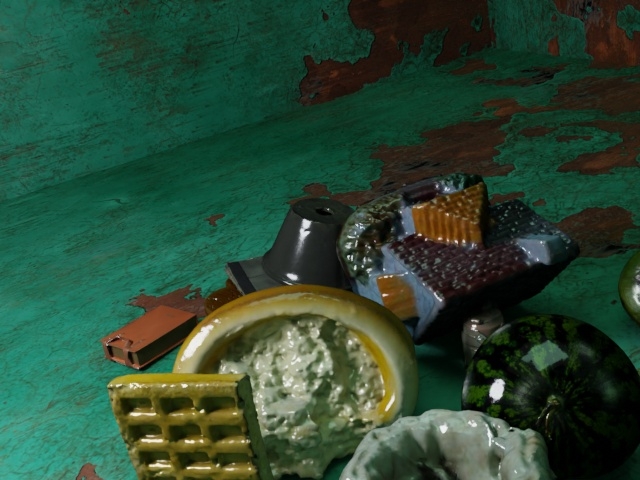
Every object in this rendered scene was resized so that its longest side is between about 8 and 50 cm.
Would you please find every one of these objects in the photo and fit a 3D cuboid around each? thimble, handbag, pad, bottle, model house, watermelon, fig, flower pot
[{"bbox_3d":[0.171,0.368,1.007,0.292,0.195,0.291,-8,25,4],"label":"thimble"},{"bbox_3d":[-0.384,0.215,1.758,0.127,0.062,0.190,10,29,38],"label":"handbag"},{"bbox_3d":[-0.119,0.093,1.874,0.174,0.022,0.233,-14,29,-21],"label":"pad"},{"bbox_3d":[0.298,0.186,1.407,0.099,0.152,0.099,-8,26,4],"label":"bottle"},{"bbox_3d":[0.266,0.033,1.496,0.360,0.297,0.339,-18,9,-20],"label":"model house"},{"bbox_3d":[0.346,0.235,1.168,0.269,0.268,0.269,-9,24,4],"label":"watermelon"},{"bbox_3d":[0.673,0.099,1.477,0.203,0.203,0.235,2,-12,27],"label":"fig"},{"bbox_3d":[0.000,0.000,1.863,0.269,0.166,0.269,8,22,-3],"label":"flower pot"}]

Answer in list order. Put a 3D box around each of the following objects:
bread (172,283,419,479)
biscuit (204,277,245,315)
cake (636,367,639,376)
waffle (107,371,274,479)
[{"bbox_3d":[-0.040,0.253,1.372,0.424,0.328,0.245,-11,-17,2],"label":"bread"},{"bbox_3d":[-0.171,0.132,1.858,0.180,0.039,0.236,20,33,37],"label":"biscuit"},{"bbox_3d":[0.575,0.259,1.264,0.110,0.090,0.225,-12,5,3],"label":"cake"},{"bbox_3d":[-0.199,0.313,1.226,0.221,0.247,0.055,-3,26,16],"label":"waffle"}]
